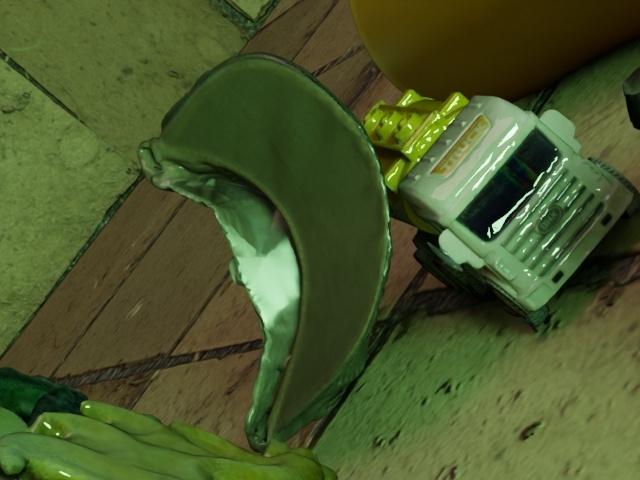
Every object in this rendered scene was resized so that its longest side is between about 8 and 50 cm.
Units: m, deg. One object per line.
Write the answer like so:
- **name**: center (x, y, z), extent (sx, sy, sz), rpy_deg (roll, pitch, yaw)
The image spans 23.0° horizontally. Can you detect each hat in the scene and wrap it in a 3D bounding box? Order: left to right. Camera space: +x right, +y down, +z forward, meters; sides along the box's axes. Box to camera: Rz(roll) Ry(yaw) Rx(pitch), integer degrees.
- **hat**: center (0.000, 0.000, 0.953), extent (0.149, 0.214, 0.245), rpy_deg (-12, -13, -43)

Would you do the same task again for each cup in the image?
- **cup**: center (0.166, -0.194, 1.050), extent (0.226, 0.182, 0.264), rpy_deg (-21, 6, -30)

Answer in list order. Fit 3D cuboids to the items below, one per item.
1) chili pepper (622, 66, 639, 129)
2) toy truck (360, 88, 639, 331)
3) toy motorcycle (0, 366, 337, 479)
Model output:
- **chili pepper**: center (0.205, -0.051, 0.567), extent (0.148, 0.116, 0.264), rpy_deg (-43, 15, 12)
- **toy truck**: center (0.084, -0.030, 0.903), extent (0.098, 0.114, 0.227), rpy_deg (-50, 13, -3)
- **toy motorcycle**: center (-0.103, 0.172, 0.700), extent (0.168, 0.237, 0.410), rpy_deg (-61, 8, 15)
